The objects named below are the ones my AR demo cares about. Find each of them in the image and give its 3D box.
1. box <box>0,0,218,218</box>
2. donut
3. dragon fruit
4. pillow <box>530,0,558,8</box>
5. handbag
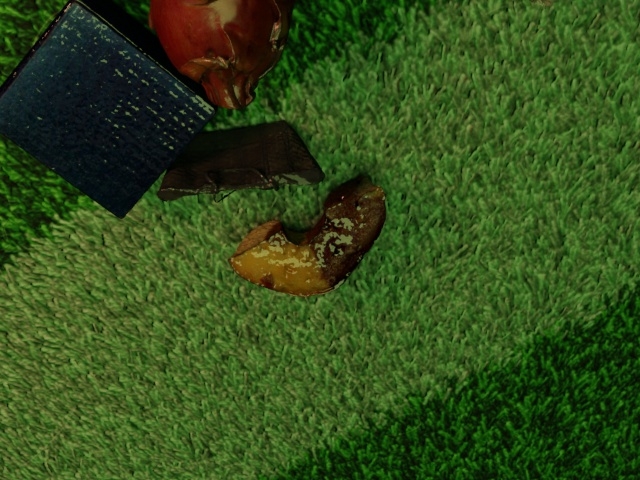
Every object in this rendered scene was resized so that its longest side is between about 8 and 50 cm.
[{"bbox_3d":[-0.350,-0.223,1.600,0.279,0.116,0.261,38,112,-22],"label":"box"},{"bbox_3d":[0.000,0.000,1.757,0.295,0.112,0.151,-25,121,12],"label":"donut"},{"bbox_3d":[-0.143,-0.362,1.472,0.250,0.250,0.315,-5,124,-1],"label":"dragon fruit"},{"bbox_3d":[0.368,-0.525,1.472,0.283,0.138,0.310,-25,117,20],"label":"pillow"},{"bbox_3d":[-0.132,-0.119,1.640,0.270,0.175,0.089,-8,118,-2],"label":"handbag"}]
